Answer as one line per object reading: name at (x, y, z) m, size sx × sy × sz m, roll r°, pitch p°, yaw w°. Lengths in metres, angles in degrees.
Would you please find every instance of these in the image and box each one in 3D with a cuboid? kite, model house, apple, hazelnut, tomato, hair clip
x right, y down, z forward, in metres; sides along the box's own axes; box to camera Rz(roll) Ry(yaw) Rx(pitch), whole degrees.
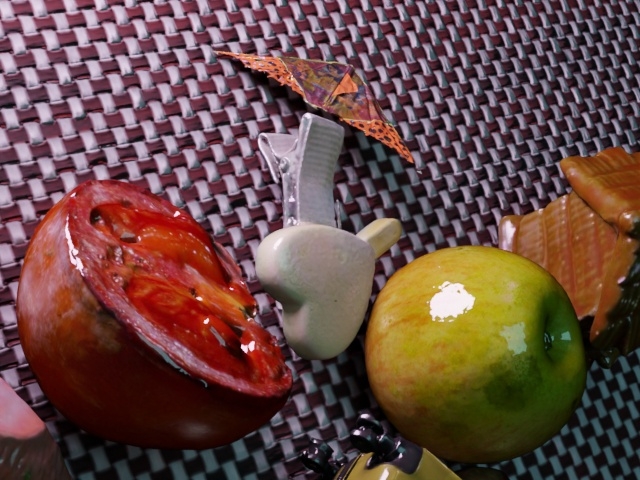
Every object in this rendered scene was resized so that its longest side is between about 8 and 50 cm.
kite at (0.014, -0.146, 1.311) m, size 0.222 × 0.008 × 0.125 m, roll 30°, pitch 30°, yaw 0°
model house at (0.299, 0.014, 1.343) m, size 0.199 × 0.229 × 0.220 m, roll 3°, pitch 70°, yaw -31°
apple at (0.139, 0.098, 1.211) m, size 0.196 × 0.196 × 0.196 m, roll 16°, pitch 61°, yaw -32°
hazelnut at (0.139, 0.238, 1.216) m, size 0.086 × 0.086 × 0.086 m, roll 16°, pitch 61°, yaw -32°
tomato at (-0.140, 0.072, 1.031) m, size 0.200 × 0.139 × 0.233 m, roll 31°, pitch 19°, yaw -32°
hair clip at (0.003, 0.000, 1.227) m, size 0.159 × 0.071 × 0.219 m, roll 10°, pitch 69°, yaw -37°

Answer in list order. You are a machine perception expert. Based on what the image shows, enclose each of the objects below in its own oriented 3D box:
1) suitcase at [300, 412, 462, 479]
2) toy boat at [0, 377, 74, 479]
suitcase at (0.057, 0.283, 1.084) m, size 0.235 × 0.143 × 0.194 m, roll 42°, pitch 50°, yaw -15°
toy boat at (-0.280, 0.120, 0.933) m, size 0.318 × 0.099 × 0.141 m, roll 28°, pitch 28°, yaw -26°
